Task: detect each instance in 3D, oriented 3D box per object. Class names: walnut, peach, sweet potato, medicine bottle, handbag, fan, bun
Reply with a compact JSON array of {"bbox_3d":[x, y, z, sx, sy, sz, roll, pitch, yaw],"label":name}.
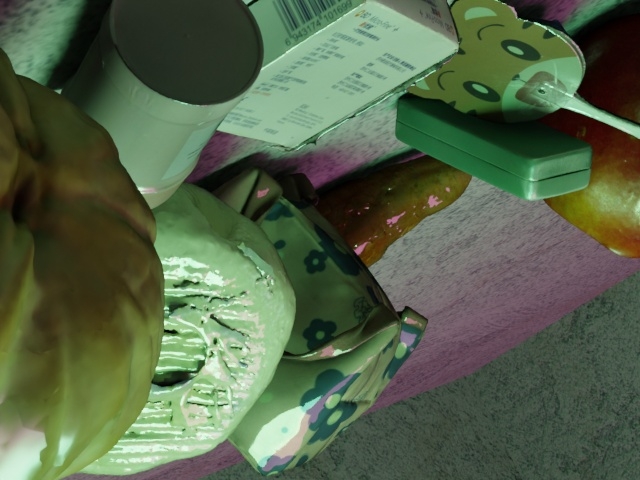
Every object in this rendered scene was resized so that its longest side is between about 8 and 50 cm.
[{"bbox_3d":[-0.228,0.027,0.786,0.285,0.285,0.296,-33,138,30],"label":"walnut"},{"bbox_3d":[0.312,-0.104,1.429,0.200,0.243,0.243,21,144,-25],"label":"peach"},{"bbox_3d":[-0.002,0.009,1.560,0.355,0.095,0.106,-24,-151,9],"label":"sweet potato"},{"bbox_3d":[-0.002,-0.131,1.097,0.171,0.052,0.201,-30,166,21],"label":"medicine bottle"},{"bbox_3d":[-0.044,0.063,1.377,0.193,0.251,0.190,-41,170,8],"label":"handbag"},{"bbox_3d":[0.185,-0.126,1.258,0.227,0.008,0.152,23,148,-13],"label":"fan"},{"bbox_3d":[-0.156,0.062,1.205,0.273,0.273,0.168,-26,-148,0],"label":"bun"}]

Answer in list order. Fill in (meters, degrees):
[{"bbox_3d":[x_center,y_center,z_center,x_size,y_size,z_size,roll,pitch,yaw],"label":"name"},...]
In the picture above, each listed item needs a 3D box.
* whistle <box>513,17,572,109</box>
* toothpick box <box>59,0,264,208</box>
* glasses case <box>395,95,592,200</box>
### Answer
[{"bbox_3d":[0.182,-0.148,1.326,0.090,0.090,0.158,-23,175,-12],"label":"whistle"},{"bbox_3d":[-0.107,-0.091,0.943,0.098,0.098,0.149,-18,165,-32],"label":"toothpick box"},{"bbox_3d":[0.150,-0.087,1.330,0.078,0.184,0.039,-14,119,-34],"label":"glasses case"}]
